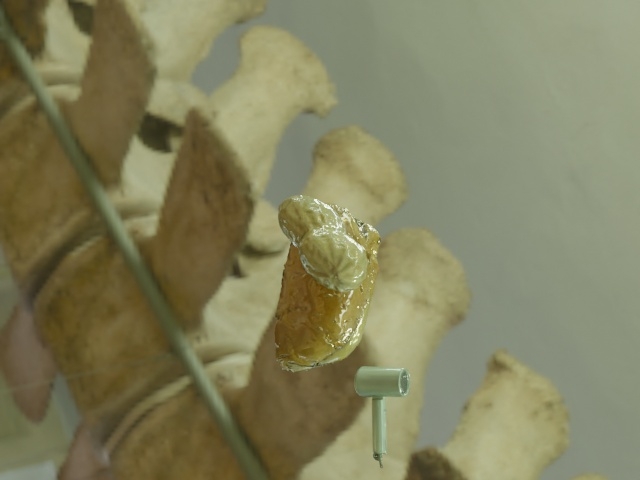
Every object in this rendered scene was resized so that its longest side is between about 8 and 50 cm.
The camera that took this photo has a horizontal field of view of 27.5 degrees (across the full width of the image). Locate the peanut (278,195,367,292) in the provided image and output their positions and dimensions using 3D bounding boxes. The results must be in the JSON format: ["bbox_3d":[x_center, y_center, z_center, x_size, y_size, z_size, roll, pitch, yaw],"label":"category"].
[{"bbox_3d":[0.000,0.000,1.770,0.187,0.082,0.082,-121,-145,-45],"label":"peanut"}]

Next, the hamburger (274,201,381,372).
[{"bbox_3d":[0.013,0.068,1.888,0.131,0.124,0.262,-4,-113,40],"label":"hamburger"}]

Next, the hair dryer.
[{"bbox_3d":[0.077,0.217,1.602,0.063,0.038,0.124,-2,-93,28],"label":"hair dryer"}]
